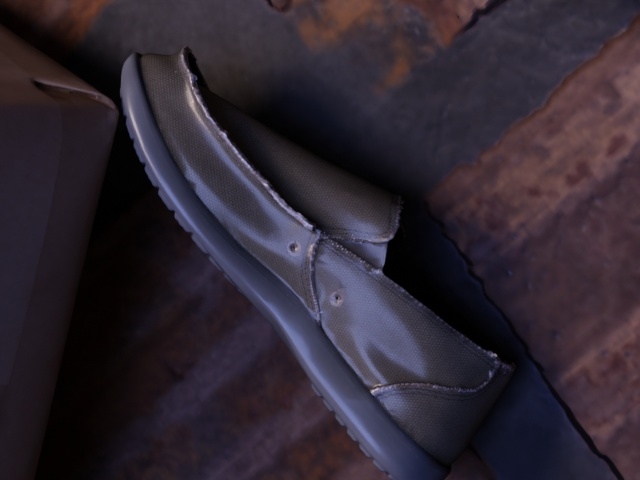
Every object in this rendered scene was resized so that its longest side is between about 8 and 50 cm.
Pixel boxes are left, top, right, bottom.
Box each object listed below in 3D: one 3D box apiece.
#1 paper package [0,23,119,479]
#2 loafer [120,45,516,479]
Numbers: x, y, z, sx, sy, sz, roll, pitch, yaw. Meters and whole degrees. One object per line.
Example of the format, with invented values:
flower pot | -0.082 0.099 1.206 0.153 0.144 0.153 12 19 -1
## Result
paper package | -0.278 0.025 0.999 0.309 0.168 0.325 34 116 42
loafer | 0.000 0.000 0.937 0.087 0.094 0.251 -39 88 4
